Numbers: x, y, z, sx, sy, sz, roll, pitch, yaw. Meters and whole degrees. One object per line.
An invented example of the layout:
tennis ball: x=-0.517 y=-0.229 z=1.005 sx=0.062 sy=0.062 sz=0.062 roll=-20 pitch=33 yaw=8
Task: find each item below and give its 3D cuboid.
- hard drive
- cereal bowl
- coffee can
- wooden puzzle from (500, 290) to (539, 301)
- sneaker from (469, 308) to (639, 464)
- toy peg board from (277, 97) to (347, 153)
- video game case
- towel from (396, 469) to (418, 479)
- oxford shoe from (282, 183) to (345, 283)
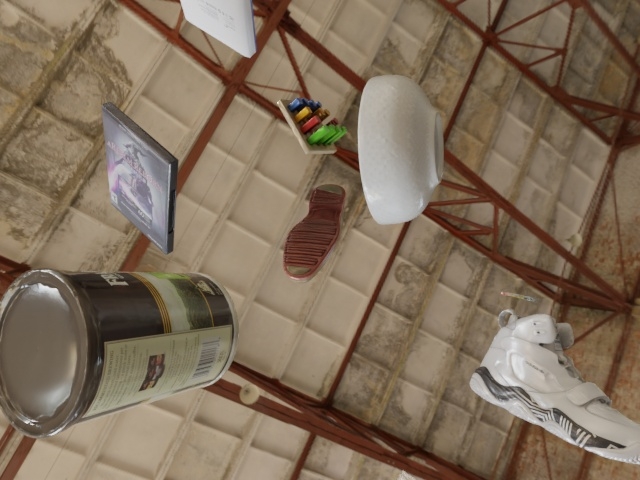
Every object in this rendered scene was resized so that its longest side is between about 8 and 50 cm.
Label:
hard drive: x=-0.239 y=-0.572 z=0.958 sx=0.210 sy=0.319 sz=0.040 roll=35 pitch=-110 yaw=10
cereal bowl: x=0.200 y=-0.205 z=1.012 sx=0.339 sy=0.141 sz=0.340 roll=1 pitch=-90 yaw=-68
coffee can: x=-0.284 y=0.145 z=0.657 sx=0.275 sy=0.201 sz=0.202 roll=11 pitch=-97 yaw=-63
wooden puzzle: x=0.340 y=0.096 z=0.759 sx=0.083 sy=0.049 sz=0.006 roll=15 pitch=-94 yaw=-47
sneaker: x=0.483 y=0.267 z=0.871 sx=0.137 sy=0.365 sz=0.211 roll=20 pitch=-94 yaw=-39
toy peg board: x=-0.010 y=-0.323 z=1.199 sx=0.161 sy=0.079 sz=0.161 roll=61 pitch=-150 yaw=5
video game case: x=-0.372 y=-0.116 z=0.919 sx=0.196 sy=0.274 sz=0.026 roll=40 pitch=-130 yaw=14
towel: x=0.233 y=0.628 z=0.877 sx=0.187 sy=0.282 sz=0.049 roll=-51 pitch=-29 yaw=-17
oxford shoe: x=0.000 y=0.000 z=1.135 sx=0.348 sy=0.122 sz=0.130 roll=-64 pitch=-23 yaw=-45
